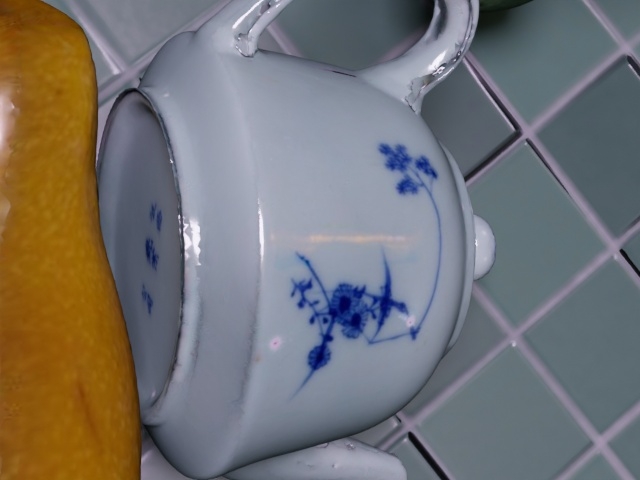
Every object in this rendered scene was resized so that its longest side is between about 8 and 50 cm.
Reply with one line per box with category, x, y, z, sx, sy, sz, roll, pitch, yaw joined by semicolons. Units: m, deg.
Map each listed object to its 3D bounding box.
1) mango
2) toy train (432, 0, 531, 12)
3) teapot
mango;-0.138;0.065;0.469;0.177;0.120;0.294;2;75;30
toy train;0.071;-0.230;0.532;0.159;0.188;0.271;1;81;-13
teapot;0.000;0.000;0.511;0.159;0.159;0.232;3;112;-12
